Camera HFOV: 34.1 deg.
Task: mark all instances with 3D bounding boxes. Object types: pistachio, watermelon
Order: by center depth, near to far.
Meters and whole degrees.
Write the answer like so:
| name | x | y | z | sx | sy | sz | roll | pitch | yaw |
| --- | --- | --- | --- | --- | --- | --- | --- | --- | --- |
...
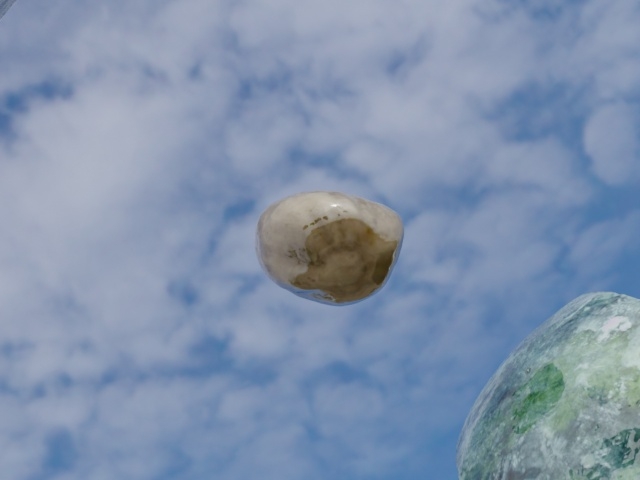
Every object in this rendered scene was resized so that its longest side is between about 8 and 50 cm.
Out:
| name | x | y | z | sx | sy | sz | roll | pitch | yaw |
| --- | --- | --- | --- | --- | --- | --- | --- | --- | --- |
| watermelon | 0.266 | 0.190 | 0.846 | 0.258 | 0.387 | 0.228 | 37 | -89 | -12 |
| pistachio | 0.000 | 0.000 | 0.982 | 0.126 | 0.185 | 0.108 | -43 | -61 | -26 |

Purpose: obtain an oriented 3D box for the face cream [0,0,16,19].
| name | x | y | z | sx | sy | sz | roll | pitch | yaw |
| --- | --- | --- | --- | --- | --- | --- | --- | --- | --- |
| face cream | -0.133 | -0.176 | 0.483 | 0.089 | 0.143 | 0.314 | 31 | -92 | -10 |
